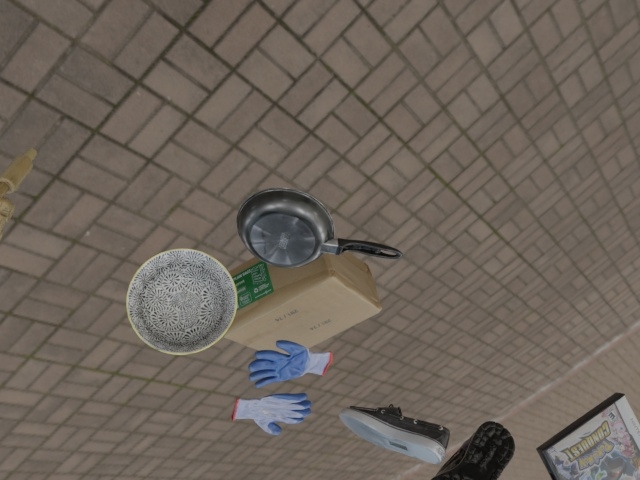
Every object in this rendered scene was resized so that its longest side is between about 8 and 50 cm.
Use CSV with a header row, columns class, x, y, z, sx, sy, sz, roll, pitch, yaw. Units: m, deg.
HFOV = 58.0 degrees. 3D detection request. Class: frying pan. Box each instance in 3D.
class,x,y,z,sx,sy,sz,roll,pitch,yaw
frying pan,-0.019,0.016,1.156,0.326,0.053,0.197,32,126,-18

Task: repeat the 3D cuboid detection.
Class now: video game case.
class,x,y,z,sx,sy,sz,roll,pitch,yaw
video game case,0.699,0.553,1.420,0.274,0.248,0.035,-27,179,-15

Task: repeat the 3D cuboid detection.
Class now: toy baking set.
class,x,y,z,sx,sy,sz,roll,pitch,yaw
toy baking set,-0.526,-0.036,0.948,0.030,0.256,0.197,22,116,-17

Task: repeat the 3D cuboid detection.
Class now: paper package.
class,x,y,z,sx,sy,sz,roll,pitch,yaw
paper package,-0.056,0.141,1.476,0.324,0.168,0.309,-29,146,16

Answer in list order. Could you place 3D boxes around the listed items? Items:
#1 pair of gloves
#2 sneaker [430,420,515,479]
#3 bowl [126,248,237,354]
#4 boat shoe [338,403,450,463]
class,x,y,z,sx,sy,sz,roll,pitch,yaw
pair of gloves,-0.068,0.261,1.010,0.159,0.023,0.198,9,111,-30
sneaker,0.269,0.485,1.128,0.283,0.107,0.124,-32,159,-32
bowl,-0.225,0.105,0.940,0.170,0.170,0.080,-15,168,-19
boat shoe,0.147,0.363,1.140,0.076,0.228,0.080,-52,134,-35
